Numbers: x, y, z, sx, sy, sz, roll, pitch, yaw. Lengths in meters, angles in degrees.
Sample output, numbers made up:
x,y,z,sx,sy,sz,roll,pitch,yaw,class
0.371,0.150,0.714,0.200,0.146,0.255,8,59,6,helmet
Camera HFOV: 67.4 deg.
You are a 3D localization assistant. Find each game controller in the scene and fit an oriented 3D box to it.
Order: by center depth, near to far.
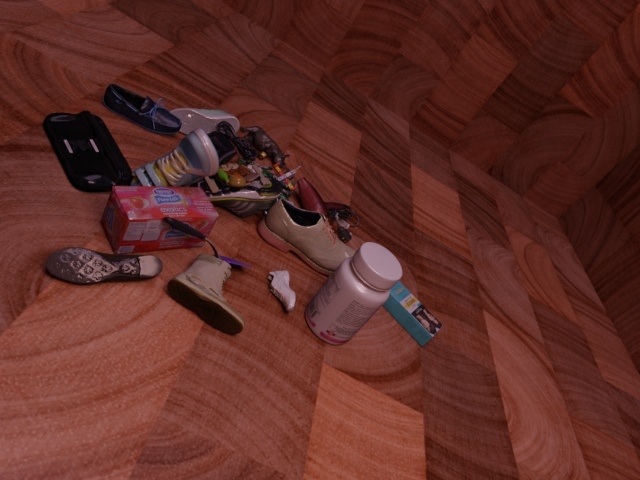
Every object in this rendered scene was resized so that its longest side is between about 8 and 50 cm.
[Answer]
x,y,z,sx,sy,sz,roll,pitch,yaw,class
-0.660,-0.257,1.363,0.166,0.067,0.319,-18,59,-35,game controller

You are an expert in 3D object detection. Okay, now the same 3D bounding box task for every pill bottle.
x,y,z,sx,sy,sz,roll,pitch,yaw,class
0.091,0.148,1.332,0.160,0.283,0.160,24,35,-18,pill bottle

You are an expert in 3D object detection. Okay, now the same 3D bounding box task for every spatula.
x,y,z,sx,sy,sz,roll,pitch,yaw,class
-0.299,0.010,1.267,0.084,0.030,0.296,20,-16,42,spatula

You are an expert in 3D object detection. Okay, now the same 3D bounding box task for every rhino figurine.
x,y,z,sx,sy,sz,roll,pitch,yaw,class
-0.208,-0.365,1.895,0.243,0.073,0.106,44,36,8,rhino figurine

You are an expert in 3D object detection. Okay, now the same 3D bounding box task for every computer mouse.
x,y,z,sx,sy,sz,roll,pitch,yaw,class
-0.363,-0.301,1.654,0.188,0.072,0.272,47,42,4,computer mouse

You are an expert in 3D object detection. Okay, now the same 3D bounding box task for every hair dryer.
x,y,z,sx,sy,sz,roll,pitch,yaw,class
0.015,-0.120,1.809,0.293,0.080,0.224,45,26,-10,hair dryer

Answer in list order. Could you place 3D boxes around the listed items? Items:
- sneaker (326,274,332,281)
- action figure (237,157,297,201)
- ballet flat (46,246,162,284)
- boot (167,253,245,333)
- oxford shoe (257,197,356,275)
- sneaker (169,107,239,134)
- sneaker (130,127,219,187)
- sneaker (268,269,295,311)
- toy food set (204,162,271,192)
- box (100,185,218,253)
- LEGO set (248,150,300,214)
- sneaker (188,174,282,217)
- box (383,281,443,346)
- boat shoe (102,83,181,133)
x,y,z,sx,sy,sz,roll,pitch,yaw,class
0.125,0.135,1.537,0.225,0.088,0.093,1,38,-24,sneaker
-0.202,-0.234,1.752,0.232,0.064,0.137,29,36,-6,action figure
-0.496,0.060,1.114,0.249,0.058,0.084,2,81,-35,ballet flat
-0.260,0.130,1.224,0.213,0.077,0.165,35,30,-2,boot
0.000,0.000,1.559,0.396,0.147,0.141,25,34,-18,oxford shoe
-0.442,-0.445,1.782,0.255,0.094,0.151,1,22,-24,sneaker
-0.405,-0.188,1.305,0.208,0.319,0.127,-32,95,-27,sneaker
-0.112,0.145,1.369,0.061,0.054,0.152,5,37,-26,sneaker
-0.260,-0.207,1.478,0.191,0.039,0.132,-13,46,-29,toy food set
-0.418,-0.058,1.260,0.256,0.128,0.123,-6,52,-46,box
-0.163,-0.199,1.668,0.182,0.060,0.245,13,60,-28,LEGO set
-0.271,-0.127,1.508,0.299,0.121,0.111,0,41,-17,sneaker
0.292,0.233,1.620,0.244,0.060,0.100,46,34,15,box
-0.590,-0.435,1.601,0.258,0.089,0.109,16,49,-23,boat shoe
